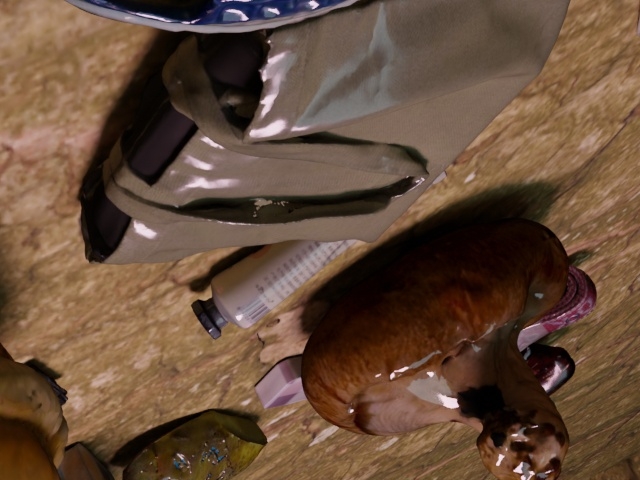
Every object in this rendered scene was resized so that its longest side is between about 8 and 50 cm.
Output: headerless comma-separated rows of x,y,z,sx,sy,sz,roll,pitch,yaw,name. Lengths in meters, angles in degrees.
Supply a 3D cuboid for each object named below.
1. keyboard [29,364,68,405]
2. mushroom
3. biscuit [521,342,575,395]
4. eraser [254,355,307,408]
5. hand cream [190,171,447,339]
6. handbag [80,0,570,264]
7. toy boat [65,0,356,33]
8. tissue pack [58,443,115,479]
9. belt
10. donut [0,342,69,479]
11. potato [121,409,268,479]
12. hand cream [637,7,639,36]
-0.318,0.168,1.187,0.231,0.023,0.072,-29,152,0,keyboard
0.113,0.112,1.382,0.267,0.255,0.267,-3,169,-1,mushroom
0.223,0.165,1.803,0.151,0.063,0.235,-35,155,15,biscuit
-0.013,0.141,1.501,0.105,0.026,0.065,-8,154,-43,eraser
0.000,0.000,1.180,0.234,0.050,0.080,-34,158,1,hand cream
0.004,-0.076,0.916,0.253,0.109,0.316,-9,157,-34,handbag
-0.013,-0.167,0.666,0.262,0.114,0.115,-23,171,-6,toy boat
-0.230,0.339,1.395,0.145,0.229,0.159,-26,159,-7,tissue pack
0.207,0.106,1.650,0.232,0.071,0.053,-37,151,12,belt
-0.373,0.198,0.940,0.449,0.198,0.449,-26,159,-11,donut
-0.120,0.232,1.514,0.119,0.054,0.198,-52,156,17,potato
0.264,-0.193,1.095,0.057,0.037,0.165,-31,166,4,hand cream
